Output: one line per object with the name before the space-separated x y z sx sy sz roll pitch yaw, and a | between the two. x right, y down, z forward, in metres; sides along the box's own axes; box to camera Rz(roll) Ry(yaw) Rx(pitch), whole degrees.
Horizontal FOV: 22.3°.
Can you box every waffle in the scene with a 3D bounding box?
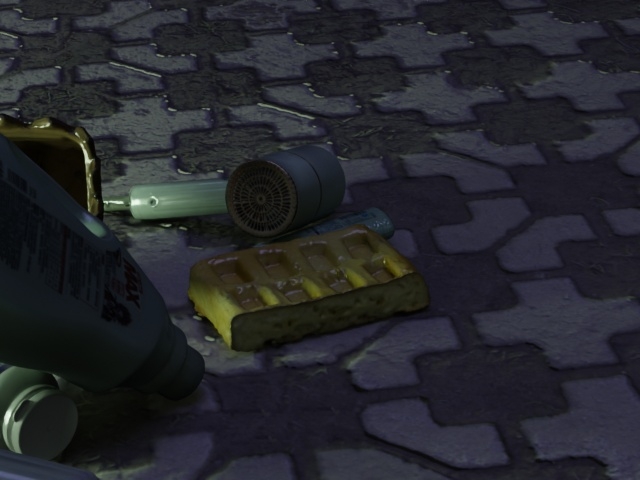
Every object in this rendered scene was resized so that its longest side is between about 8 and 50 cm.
waffle | -0.018 0.054 2.016 0.274 0.057 0.168 -12 29 -18

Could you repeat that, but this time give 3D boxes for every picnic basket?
picnic basket | -0.400 -0.027 1.920 0.291 0.254 0.321 -3 -5 0

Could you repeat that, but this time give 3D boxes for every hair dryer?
hair dryer | -0.156 -0.063 2.210 0.357 0.107 0.173 -2 8 25

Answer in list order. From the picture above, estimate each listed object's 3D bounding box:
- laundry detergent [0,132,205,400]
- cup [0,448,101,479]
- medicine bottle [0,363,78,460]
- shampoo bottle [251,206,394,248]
laundry detergent | -0.278 0.045 1.744 0.124 0.398 0.264 -33 42 24
cup | -0.321 0.298 1.519 0.202 0.221 0.167 9 -4 13
medicine bottle | -0.354 0.168 1.771 0.191 0.107 0.107 24 37 39
shampoo bottle | 0.000 0.000 2.133 0.190 0.041 0.069 -16 30 -24
